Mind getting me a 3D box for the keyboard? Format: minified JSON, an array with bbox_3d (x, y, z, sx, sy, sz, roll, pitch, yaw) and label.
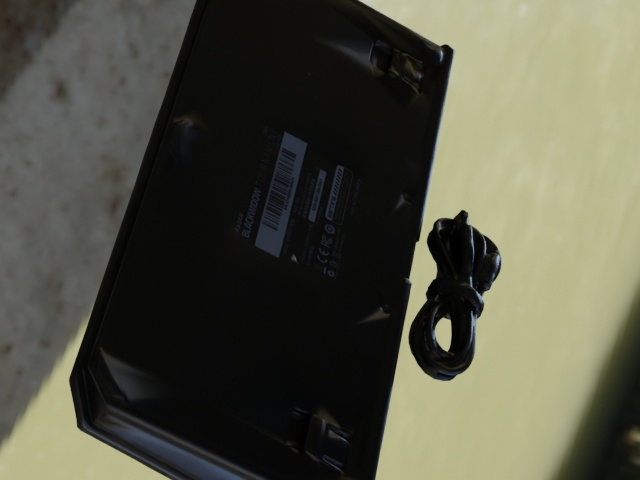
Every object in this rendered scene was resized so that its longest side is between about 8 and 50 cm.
[{"bbox_3d":[0.000,0.000,0.504,0.023,0.108,0.180,-48,-159,44],"label":"keyboard"}]
